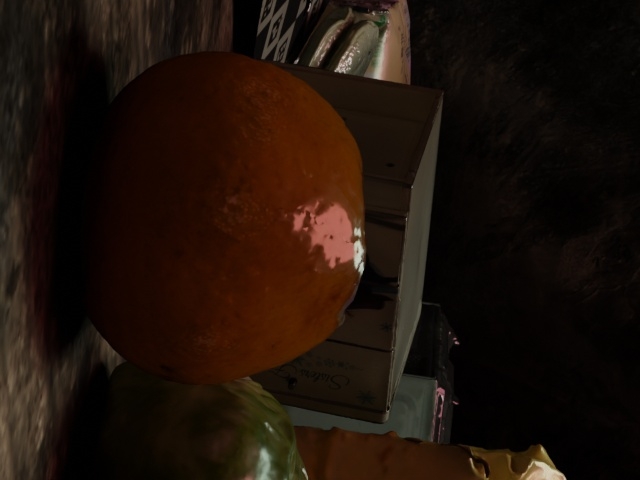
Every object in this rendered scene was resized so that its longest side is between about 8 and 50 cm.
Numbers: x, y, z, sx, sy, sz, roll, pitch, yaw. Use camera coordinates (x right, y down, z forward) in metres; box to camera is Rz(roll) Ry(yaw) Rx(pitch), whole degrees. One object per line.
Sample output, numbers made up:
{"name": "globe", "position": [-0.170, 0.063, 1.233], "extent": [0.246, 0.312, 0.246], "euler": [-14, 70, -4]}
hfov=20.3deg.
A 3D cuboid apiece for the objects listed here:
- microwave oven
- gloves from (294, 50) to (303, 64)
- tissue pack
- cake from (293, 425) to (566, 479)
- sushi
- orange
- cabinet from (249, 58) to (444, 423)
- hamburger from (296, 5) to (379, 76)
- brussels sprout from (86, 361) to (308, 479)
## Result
{"name": "microwave oven", "position": [0.046, 0.218, 2.066], "extent": [0.355, 0.218, 0.286], "euler": [-67, 164, -79]}
{"name": "gloves", "position": [-0.015, -0.112, 1.620], "extent": [0.153, 0.070, 0.114], "euler": [108, -18, -71]}
{"name": "tissue pack", "position": [0.027, -0.140, 1.852], "extent": [0.215, 0.123, 0.257], "euler": [-68, 164, -71]}
{"name": "cake", "position": [0.036, 0.249, 1.319], "extent": [0.222, 0.286, 0.227], "euler": [75, 22, -81]}
{"name": "sushi", "position": [-0.022, -0.222, 1.421], "extent": [0.192, 0.043, 0.279], "euler": [104, 11, -51]}
{"name": "orange", "position": [-0.043, -0.008, 0.812], "extent": [0.156, 0.134, 0.156], "euler": [19, 90, -86]}
{"name": "cabinet", "position": [0.000, 0.000, 1.306], "extent": [0.150, 0.145, 0.206], "euler": [-67, 165, -53]}
{"name": "hamburger", "position": [0.009, -0.150, 1.491], "extent": [0.121, 0.054, 0.084], "euler": [-53, 177, -42]}
{"name": "brussels sprout", "position": [-0.061, 0.135, 0.898], "extent": [0.155, 0.117, 0.155], "euler": [10, 90, -77]}
